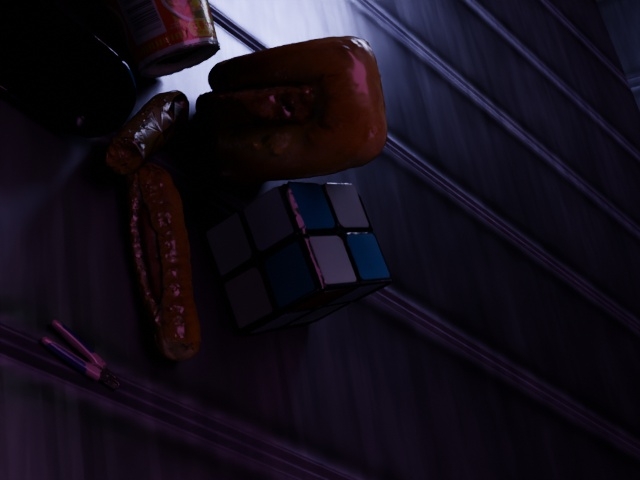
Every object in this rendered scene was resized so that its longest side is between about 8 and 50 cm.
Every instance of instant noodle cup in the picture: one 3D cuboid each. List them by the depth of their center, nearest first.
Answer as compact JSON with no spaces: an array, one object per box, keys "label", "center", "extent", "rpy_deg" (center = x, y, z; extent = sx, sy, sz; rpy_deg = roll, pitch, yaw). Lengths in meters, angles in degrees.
[{"label":"instant noodle cup","center":[-0.244,-0.368,1.453],"extent":[0.193,0.193,0.212],"rpy_deg":[-19,88,-55]}]

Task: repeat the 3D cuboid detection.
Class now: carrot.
[{"label":"carrot","center":[-0.238,-0.157,1.360],"extent":[0.069,0.069,0.228],"rpy_deg":[49,25,-13]}]

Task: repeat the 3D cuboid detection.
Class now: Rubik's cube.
[{"label":"Rubik's cube","center":[-0.033,0.025,1.406],"extent":[0.183,0.180,0.167],"rpy_deg":[-4,69,-54]}]

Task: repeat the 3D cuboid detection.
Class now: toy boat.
[{"label":"toy boat","center":[-0.374,-0.256,1.259],"extent":[0.299,0.134,0.092],"rpy_deg":[37,12,-31]}]

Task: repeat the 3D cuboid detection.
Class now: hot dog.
[{"label":"hot dog","center":[-0.207,0.022,1.292],"extent":[0.083,0.068,0.288],"rpy_deg":[19,49,-51]},{"label":"hot dog","center":[-0.068,-0.192,1.435],"extent":[0.223,0.405,0.185],"rpy_deg":[-17,102,-16]}]

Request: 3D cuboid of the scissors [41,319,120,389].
[{"label":"scissors","center":[-0.283,0.141,1.155],"extent":[0.113,0.012,0.039],"rpy_deg":[43,38,-22]}]
